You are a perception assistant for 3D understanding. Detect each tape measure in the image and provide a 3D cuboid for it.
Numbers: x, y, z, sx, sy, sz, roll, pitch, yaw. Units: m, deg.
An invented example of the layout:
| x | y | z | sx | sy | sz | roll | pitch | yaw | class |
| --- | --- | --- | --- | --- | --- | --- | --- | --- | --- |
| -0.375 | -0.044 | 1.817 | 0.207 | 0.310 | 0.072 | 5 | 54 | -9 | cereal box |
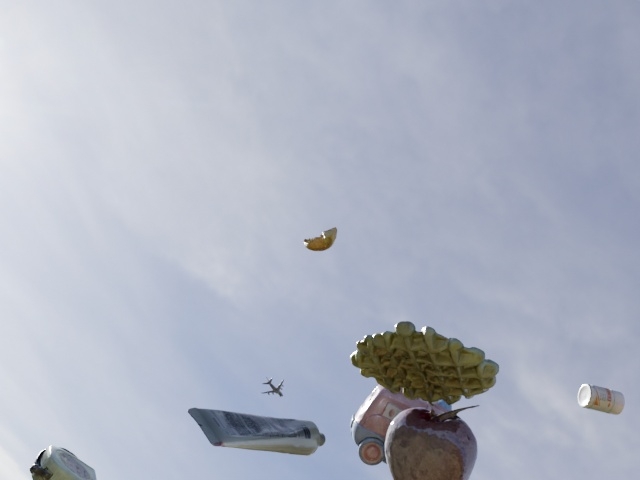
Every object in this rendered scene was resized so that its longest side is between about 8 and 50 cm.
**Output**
| x | y | z | sx | sy | sz | roll | pitch | yaw | class |
| --- | --- | --- | --- | --- | --- | --- | --- | --- | --- |
| -0.765 | 0.697 | 2.309 | 0.207 | 0.115 | 0.235 | 41 | -8 | -19 | tape measure |

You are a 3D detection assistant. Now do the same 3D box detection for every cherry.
| x | y | z | sx | sy | sz | roll | pitch | yaw | class |
| --- | --- | --- | --- | --- | --- | --- | --- | --- | --- |
| 0.254 | 0.488 | 1.807 | 0.213 | 0.265 | 0.184 | 10 | -8 | 36 | cherry |

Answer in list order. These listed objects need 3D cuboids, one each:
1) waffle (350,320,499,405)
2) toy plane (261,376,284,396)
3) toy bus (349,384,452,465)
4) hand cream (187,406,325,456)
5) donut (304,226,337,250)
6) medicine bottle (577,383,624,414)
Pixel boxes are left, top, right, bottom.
| x | y | z | sx | sy | sz | roll | pitch | yaw | class |
| --- | --- | --- | --- | --- | --- | --- | --- | --- | --- |
| 0.232 | 0.283 | 1.744 | 0.309 | 0.056 | 0.292 | 30 | -36 | -17 | waffle |
| -0.132 | 0.428 | 2.257 | 0.078 | 0.024 | 0.084 | -32 | -64 | 9 | toy plane |
| 0.233 | 0.493 | 2.056 | 0.294 | 0.231 | 0.197 | 26 | 2 | 4 | toy bus |
| -0.118 | 0.408 | 1.642 | 0.341 | 0.077 | 0.124 | 18 | 15 | -41 | hand cream |
| 0.000 | 0.000 | 2.007 | 0.083 | 0.037 | 0.067 | 3 | -50 | -4 | donut |
| 0.640 | 0.363 | 1.784 | 0.089 | 0.057 | 0.057 | 15 | -32 | -11 | medicine bottle |
